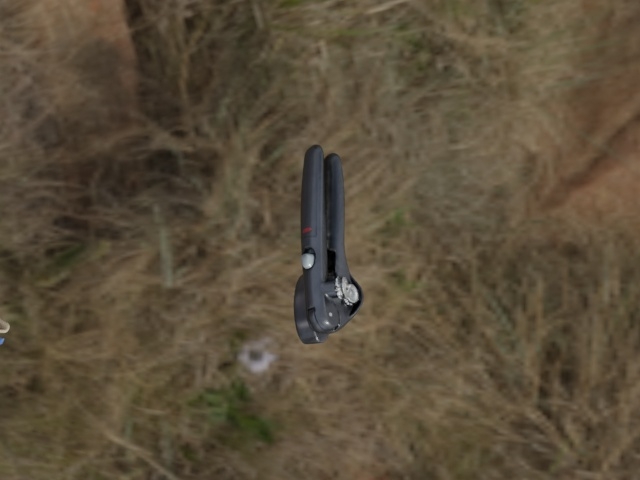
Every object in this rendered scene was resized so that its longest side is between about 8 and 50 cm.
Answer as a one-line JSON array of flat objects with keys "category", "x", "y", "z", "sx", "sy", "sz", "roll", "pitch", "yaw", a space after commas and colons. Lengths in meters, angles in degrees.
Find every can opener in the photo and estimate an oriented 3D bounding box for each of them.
[{"category": "can opener", "x": 0.000, "y": 0.000, "z": 1.483, "sx": 0.059, "sy": 0.073, "sz": 0.186, "roll": 23, "pitch": 62, "yaw": -55}]

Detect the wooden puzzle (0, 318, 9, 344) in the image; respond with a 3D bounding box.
[{"category": "wooden puzzle", "x": -0.330, "y": 0.065, "z": 1.488, "sx": 0.078, "sy": 0.116, "sz": 0.014, "roll": -7, "pitch": 121, "yaw": -67}]
